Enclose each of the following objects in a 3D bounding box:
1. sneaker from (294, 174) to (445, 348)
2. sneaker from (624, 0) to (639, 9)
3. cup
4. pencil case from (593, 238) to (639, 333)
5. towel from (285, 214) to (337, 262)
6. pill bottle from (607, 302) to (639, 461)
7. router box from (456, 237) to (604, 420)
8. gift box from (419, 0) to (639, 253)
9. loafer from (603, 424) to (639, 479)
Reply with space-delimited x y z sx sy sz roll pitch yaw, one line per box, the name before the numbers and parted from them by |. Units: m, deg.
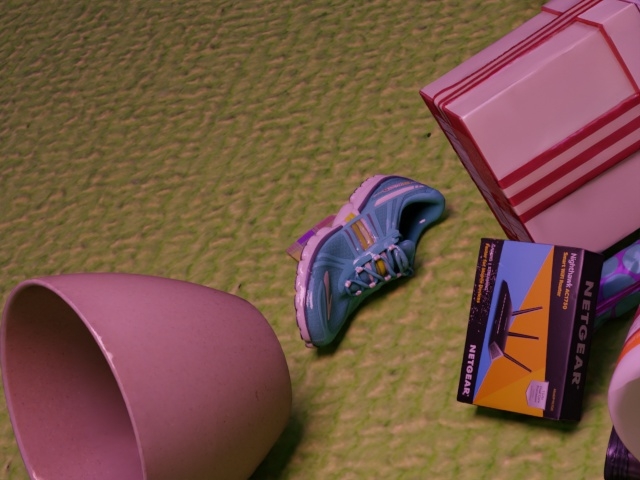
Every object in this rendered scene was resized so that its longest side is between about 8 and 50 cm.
sneaker | 0.056 0.018 2.006 0.110 0.107 0.275 11 51 33
sneaker | 0.318 -0.248 2.093 0.292 0.169 0.108 9 51 45
cup | -0.173 0.171 1.826 0.237 0.331 0.331 -18 25 -31
pencil case | 0.310 0.058 1.790 0.152 0.064 0.070 -33 18 -4
towel | 0.000 0.000 2.148 0.083 0.009 0.060 -38 35 -11
pill bottle | 0.433 0.039 1.581 0.224 0.224 0.392 -3 43 35
router box | 0.219 0.092 1.744 0.133 0.046 0.179 6 86 41
gift box | 0.299 -0.121 1.878 0.258 0.276 0.255 -34 20 0
loafer | 0.325 0.174 1.644 0.061 0.062 0.170 10 50 15
